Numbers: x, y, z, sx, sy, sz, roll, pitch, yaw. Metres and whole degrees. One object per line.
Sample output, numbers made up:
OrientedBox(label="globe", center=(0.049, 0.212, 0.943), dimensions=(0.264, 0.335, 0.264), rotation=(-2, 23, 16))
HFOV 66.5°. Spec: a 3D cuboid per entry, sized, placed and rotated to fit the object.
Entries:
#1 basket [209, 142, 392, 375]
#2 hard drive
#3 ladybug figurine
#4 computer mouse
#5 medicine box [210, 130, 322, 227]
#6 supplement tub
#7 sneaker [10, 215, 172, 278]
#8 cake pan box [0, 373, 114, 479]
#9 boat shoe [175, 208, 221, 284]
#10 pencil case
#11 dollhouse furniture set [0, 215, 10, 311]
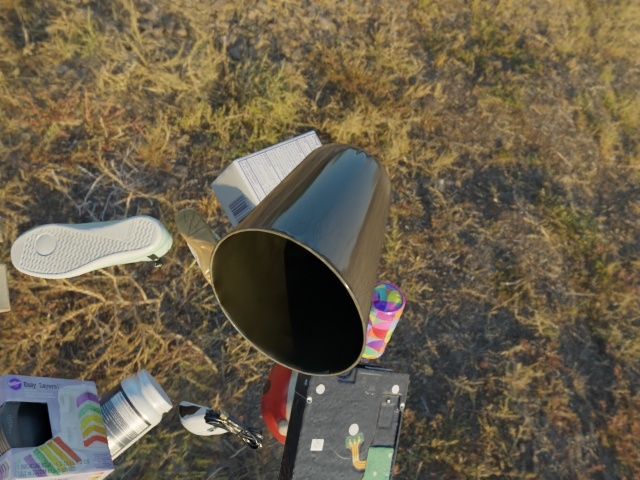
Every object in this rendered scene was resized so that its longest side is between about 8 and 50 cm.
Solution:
OrientedBox(label="basket", center=(0.000, 0.000, 0.560), dimensions=(0.205, 0.154, 0.227), rotation=(67, 31, -32))
OrientedBox(label="hard drive", center=(0.041, 0.413, 0.958), dimensions=(0.236, 0.064, 0.340), rotation=(13, 84, -28))
OrientedBox(label="ladybug figurine", center=(-0.061, 0.437, 1.470), dimensions=(0.161, 0.306, 0.449), rotation=(8, 11, 12))
OrientedBox(label="computer mouse", center=(-0.186, 0.312, 0.827), dimensions=(0.106, 0.192, 0.042), rotation=(39, 59, -28))
OrientedBox(label="medicine box", center=(-0.084, -0.105, 1.265), dimensions=(0.289, 0.149, 0.264), rotation=(-31, 92, -40))
OrientedBox(label="supplement tub", center=(-0.661, 0.586, 1.641), dimensions=(0.272, 0.191, 0.191), rotation=(-38, 79, -18))
OrientedBox(label="sneaker", center=(-0.394, 0.019, 0.874), dimensions=(0.255, 0.151, 0.094), rotation=(-8, 83, -4))
OrientedBox(label="cake pan box", center=(-0.624, 0.438, 1.128), dimensions=(0.246, 0.070, 0.267), rotation=(58, 12, 32))
OrientedBox(label="boat shoe", center=(-0.318, 0.026, 1.402), dimensions=(0.098, 0.096, 0.277), rotation=(-30, 108, -10))
OrientedBox(label="pencil case", center=(0.140, 0.210, 1.239), dimensions=(0.104, 0.237, 0.105), rotation=(7, 45, -7))
OrientedBox(label="dollhouse furniture set", center=(-0.842, 0.099, 0.955), dimensions=(0.354, 0.174, 0.304), rotation=(-9, 82, -3))
